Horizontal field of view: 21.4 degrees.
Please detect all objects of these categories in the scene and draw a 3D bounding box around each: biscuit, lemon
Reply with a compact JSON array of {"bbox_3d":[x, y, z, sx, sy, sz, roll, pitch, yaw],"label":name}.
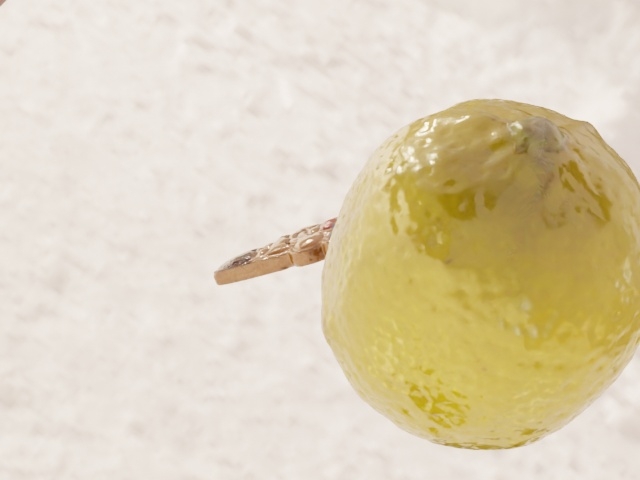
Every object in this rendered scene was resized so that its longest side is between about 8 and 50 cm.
[{"bbox_3d":[0.000,0.000,2.107,0.183,0.280,0.043,-68,144,-84],"label":"biscuit"},{"bbox_3d":[0.154,0.035,1.570,0.336,0.336,0.336,31,22,-14],"label":"lemon"}]

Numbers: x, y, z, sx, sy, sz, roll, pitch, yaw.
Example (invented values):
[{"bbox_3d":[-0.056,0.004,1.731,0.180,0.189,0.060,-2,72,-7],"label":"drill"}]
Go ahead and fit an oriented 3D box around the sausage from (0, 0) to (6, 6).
[{"bbox_3d":[-0.413,-0.326,2.146,0.054,0.094,0.059,44,19,-8],"label":"sausage"}]
